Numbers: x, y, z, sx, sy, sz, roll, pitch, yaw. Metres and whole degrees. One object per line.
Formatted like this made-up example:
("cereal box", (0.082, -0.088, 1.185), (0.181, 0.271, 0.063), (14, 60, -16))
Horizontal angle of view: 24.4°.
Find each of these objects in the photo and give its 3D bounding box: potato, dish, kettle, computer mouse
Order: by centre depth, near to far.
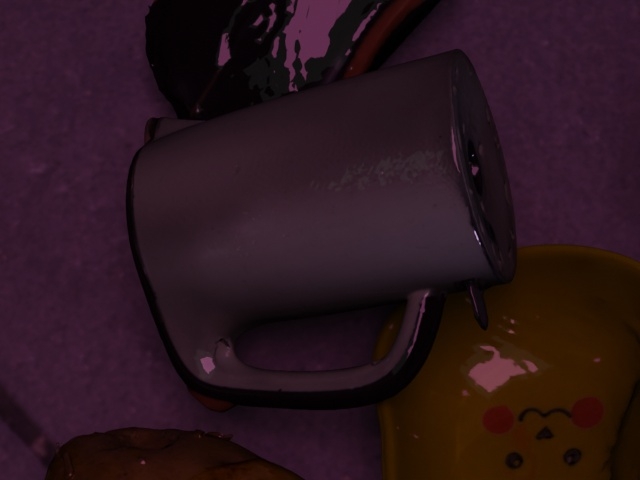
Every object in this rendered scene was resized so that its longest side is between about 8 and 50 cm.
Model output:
("potato", (-0.062, 0.230, 0.992), (0.300, 0.140, 0.173), (38, 70, 16))
("dish", (0.152, 0.135, 1.021), (0.221, 0.108, 0.262), (-9, 49, 19))
("kettle", (0.000, 0.000, 1.039), (0.255, 0.165, 0.240), (-12, 75, 15))
("computer mouse", (-0.002, -0.211, 1.167), (0.183, 0.116, 0.323), (34, 74, 15))
